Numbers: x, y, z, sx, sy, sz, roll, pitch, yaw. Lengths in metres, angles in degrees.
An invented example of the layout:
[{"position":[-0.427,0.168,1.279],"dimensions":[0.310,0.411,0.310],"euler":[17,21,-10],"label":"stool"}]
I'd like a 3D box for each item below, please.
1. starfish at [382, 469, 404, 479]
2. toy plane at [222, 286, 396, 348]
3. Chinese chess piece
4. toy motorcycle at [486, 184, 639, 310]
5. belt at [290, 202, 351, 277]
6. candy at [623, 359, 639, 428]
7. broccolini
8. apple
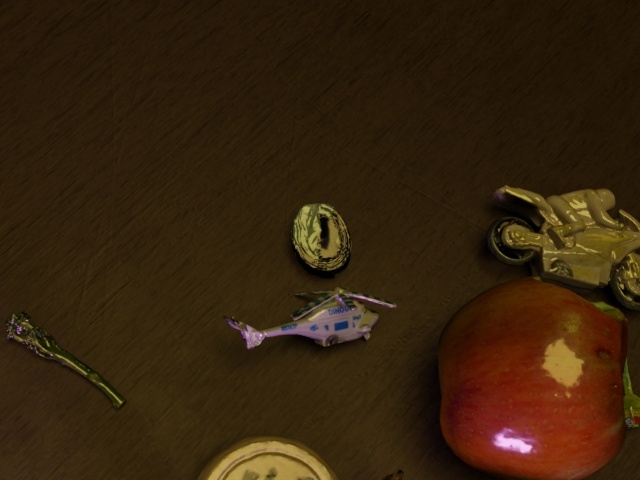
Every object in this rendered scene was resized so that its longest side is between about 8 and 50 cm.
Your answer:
[{"position":[0.063,0.518,1.511],"dimensions":[0.113,0.303,0.312],"euler":[23,108,8],"label":"starfish"},{"position":[-0.013,0.146,1.692],"dimensions":[0.273,0.182,0.107],"euler":[-18,109,-47],"label":"toy plane"},{"position":[-0.084,0.439,1.594],"dimensions":[0.257,0.104,0.257],"euler":[3,69,-8],"label":"Chinese chess piece"},{"position":[0.477,-0.010,1.861],"dimensions":[0.340,0.108,0.223],"euler":[17,67,-4],"label":"toy motorcycle"},{"position":[0.000,0.000,1.805],"dimensions":[0.105,0.058,0.140],"euler":[-16,76,-9],"label":"belt"},{"position":[0.554,0.245,1.812],"dimensions":[0.058,0.062,0.194],"euler":[-17,54,31],"label":"candy"},{"position":[-0.423,0.202,1.667],"dimensions":[0.239,0.051,0.054],"euler":[38,61,-1],"label":"broccolini"},{"position":[0.341,0.225,1.626],"dimensions":[0.339,0.339,0.339],"euler":[3,68,-8],"label":"apple"}]
